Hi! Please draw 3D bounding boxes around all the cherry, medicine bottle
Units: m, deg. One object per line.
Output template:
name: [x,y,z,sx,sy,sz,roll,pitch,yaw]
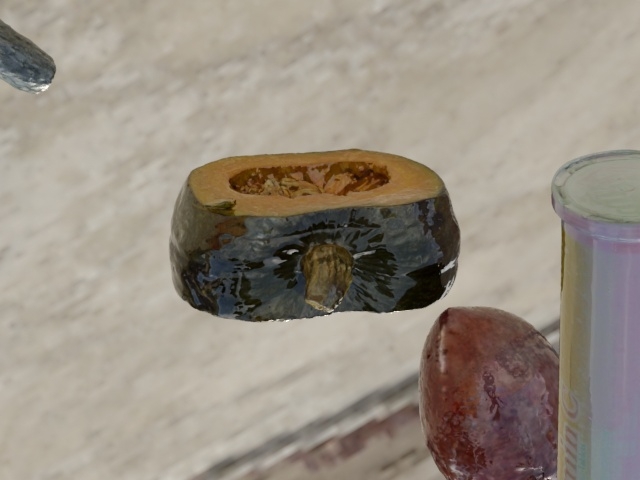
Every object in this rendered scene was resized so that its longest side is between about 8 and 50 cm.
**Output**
cherry: [0.185,0.171,2.032,0.175,0.250,0.192,-1,-145,42]
medicine bottle: [0.222,0.142,1.418,0.108,0.108,0.426,-23,127,-29]

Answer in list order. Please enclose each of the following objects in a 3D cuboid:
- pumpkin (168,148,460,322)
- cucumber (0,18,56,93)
pumpkin: [0.000,0.000,2.006,0.317,0.222,0.139,0,114,-13]
cucumber: [-0.369,-0.221,2.248,0.112,0.064,0.064,32,125,-27]
